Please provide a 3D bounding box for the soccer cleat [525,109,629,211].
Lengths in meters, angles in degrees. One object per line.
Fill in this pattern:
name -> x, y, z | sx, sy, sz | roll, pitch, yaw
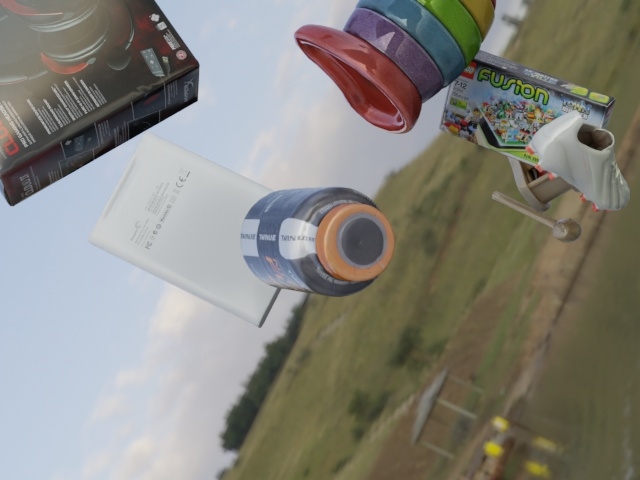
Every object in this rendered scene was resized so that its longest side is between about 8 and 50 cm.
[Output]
soccer cleat -> 0.307, -0.085, 1.342 | 0.076, 0.068, 0.196 | -39, -38, 24

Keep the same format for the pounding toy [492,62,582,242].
pounding toy -> 0.296, -0.110, 1.781 | 0.155, 0.269, 0.154 | -30, -6, 22

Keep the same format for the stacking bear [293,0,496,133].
stacking bear -> 0.139, -0.286, 1.446 | 0.289, 0.164, 0.175 | -50, -56, -8

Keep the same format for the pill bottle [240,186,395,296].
pill bottle -> 0.000, 0.000, 1.440 | 0.130, 0.130, 0.246 | -64, 19, -9

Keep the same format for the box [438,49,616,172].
box -> 0.260, -0.161, 1.533 | 0.036, 0.207, 0.114 | -38, -35, -51

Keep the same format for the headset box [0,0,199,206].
headset box -> -0.320, -0.196, 1.400 | 0.293, 0.218, 0.110 | -31, -11, -15

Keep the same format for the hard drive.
hard drive -> -0.185, -0.020, 1.893 | 0.203, 0.307, 0.040 | -63, -10, -8
